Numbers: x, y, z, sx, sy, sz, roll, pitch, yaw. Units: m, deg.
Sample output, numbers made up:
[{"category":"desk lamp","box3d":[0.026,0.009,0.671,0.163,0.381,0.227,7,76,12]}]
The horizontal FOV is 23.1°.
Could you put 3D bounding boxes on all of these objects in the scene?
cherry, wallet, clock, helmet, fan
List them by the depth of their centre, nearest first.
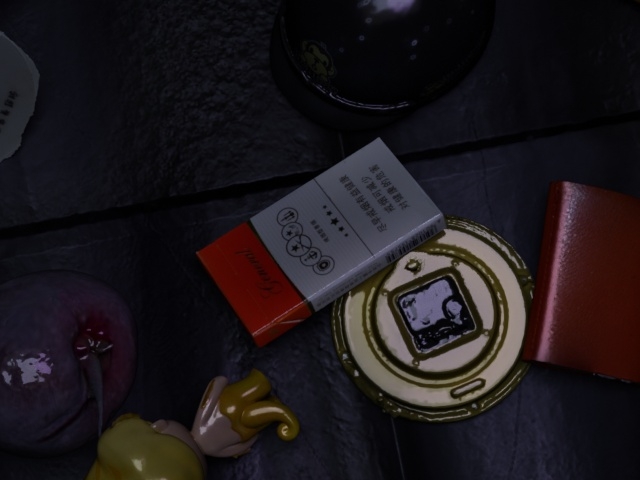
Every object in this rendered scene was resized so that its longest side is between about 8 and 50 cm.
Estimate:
[{"category":"cherry","box3d":[-0.294,0.126,1.625,0.266,0.213,0.183,5,115,29]},{"category":"clock","box3d":[0.126,0.081,1.700,0.237,0.057,0.237,0,79,2]},{"category":"wallet","box3d":[0.299,0.047,1.702,0.142,0.045,0.204,13,79,-12]},{"category":"fan","box3d":[-0.463,-0.185,1.712,0.310,0.010,0.182,21,111,-16]},{"category":"helmet","box3d":[0.068,-0.262,1.720,0.279,0.160,0.230,-44,82,-8]}]

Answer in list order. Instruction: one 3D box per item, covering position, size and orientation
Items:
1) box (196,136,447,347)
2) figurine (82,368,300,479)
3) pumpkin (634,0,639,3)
[{"category":"box","box3d":[0.000,0.000,1.705,0.245,0.035,0.139,-34,56,-6]},{"category":"figurine","box3d":[-0.146,0.231,1.648,0.246,0.131,0.156,-38,114,-14]},{"category":"pumpkin","box3d":[0.378,-0.391,1.694,0.303,0.256,0.225,28,84,30]}]
